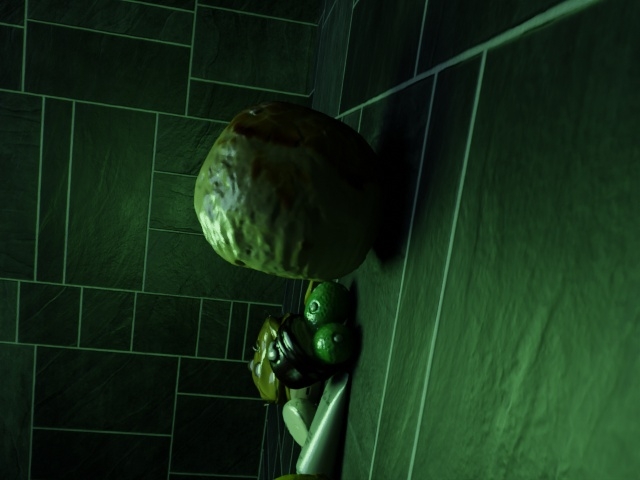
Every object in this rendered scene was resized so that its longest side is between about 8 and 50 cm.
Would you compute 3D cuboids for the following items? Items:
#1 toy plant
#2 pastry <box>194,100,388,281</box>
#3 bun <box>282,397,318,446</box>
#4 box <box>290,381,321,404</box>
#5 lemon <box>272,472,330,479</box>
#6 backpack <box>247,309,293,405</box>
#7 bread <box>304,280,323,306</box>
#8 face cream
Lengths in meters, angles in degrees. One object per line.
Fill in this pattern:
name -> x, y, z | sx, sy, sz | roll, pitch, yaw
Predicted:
toy plant -> -0.008, 0.225, 1.161 | 0.235, 0.175, 0.218 | -46, 30, 17
pastry -> -0.050, -0.103, 0.977 | 0.388, 0.388, 0.313 | -106, 27, -70
bun -> -0.035, 0.499, 1.385 | 0.138, 0.094, 0.138 | 30, 129, 44
box -> -0.042, 0.403, 1.486 | 0.146, 0.088, 0.200 | -100, 20, -67
lemon -> -0.050, 0.555, 0.869 | 0.310, 0.253, 0.254 | -68, -7, -49
backpack -> -0.186, 0.483, 2.063 | 0.353, 0.201, 0.379 | 142, 132, -73
bread -> -0.005, 0.140, 1.573 | 0.188, 0.065, 0.150 | 105, 179, -62
face cream -> 0.012, 0.450, 1.148 | 0.143, 0.089, 0.315 | 151, 137, -81
